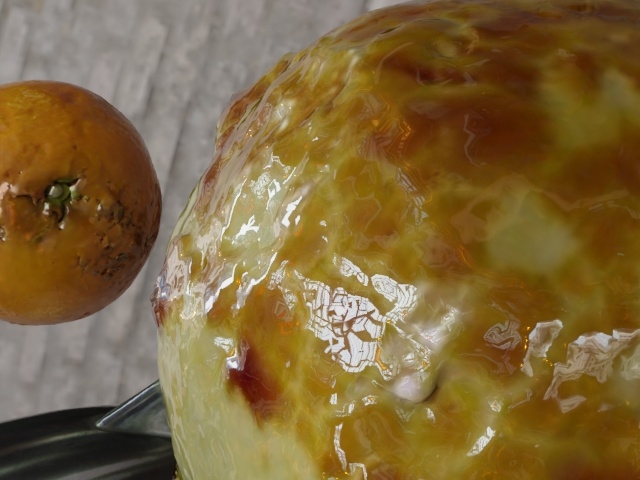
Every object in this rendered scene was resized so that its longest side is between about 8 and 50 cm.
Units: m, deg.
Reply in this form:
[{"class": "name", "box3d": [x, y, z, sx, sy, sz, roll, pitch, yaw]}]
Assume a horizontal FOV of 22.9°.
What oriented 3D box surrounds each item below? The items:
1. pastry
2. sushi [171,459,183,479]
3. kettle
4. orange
[{"class": "pastry", "box3d": [0.102, 0.040, 0.785, 0.312, 0.389, 0.388, 91, 172, -63]}, {"class": "sushi", "box3d": [-0.043, 0.164, 0.978, 0.097, 0.103, 0.226, -124, 42, -68]}, {"class": "kettle", "box3d": [-0.182, 0.245, 1.299, 0.250, 0.271, 0.207, 70, 163, 0]}, {"class": "orange", "box3d": [-0.279, -0.037, 1.563, 0.246, 0.246, 0.246, -21, 63, 48]}]
